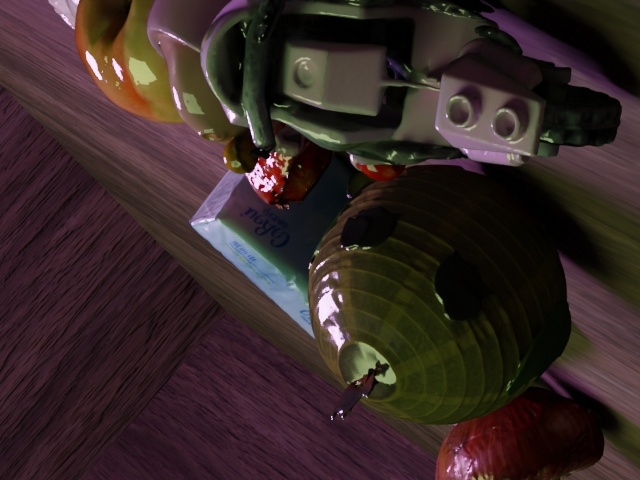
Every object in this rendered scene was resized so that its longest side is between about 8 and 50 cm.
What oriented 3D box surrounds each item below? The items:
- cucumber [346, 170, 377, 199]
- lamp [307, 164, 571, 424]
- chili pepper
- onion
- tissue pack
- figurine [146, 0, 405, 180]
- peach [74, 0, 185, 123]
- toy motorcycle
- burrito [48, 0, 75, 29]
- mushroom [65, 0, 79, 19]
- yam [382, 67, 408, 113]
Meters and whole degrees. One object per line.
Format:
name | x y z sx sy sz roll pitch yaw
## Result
cucumber | 0.112 0.011 2.117 0.067 0.067 0.293 34 170 38
lamp | 0.090 0.065 1.738 0.250 0.284 0.250 27 141 24
chili pepper | -0.085 -0.158 2.004 0.252 0.136 0.144 48 -158 9
onion | 0.236 0.243 2.349 0.230 0.230 0.163 75 169 -75
tissue pack | 0.000 0.000 2.179 0.263 0.177 0.089 43 152 -16
figurine | -0.044 -0.154 1.599 0.287 0.186 0.176 24 166 36
peach | -0.146 -0.198 1.841 0.184 0.184 0.184 40 171 7
toy motorcycle | 0.044 -0.114 1.338 0.327 0.143 0.188 22 -158 38
burrito | -0.302 -0.338 2.129 0.117 0.076 0.392 44 171 16
mushroom | -0.198 -0.234 2.117 0.107 0.087 0.333 0 155 23
yam | 0.040 -0.130 1.679 0.078 0.078 0.179 47 169 -37
